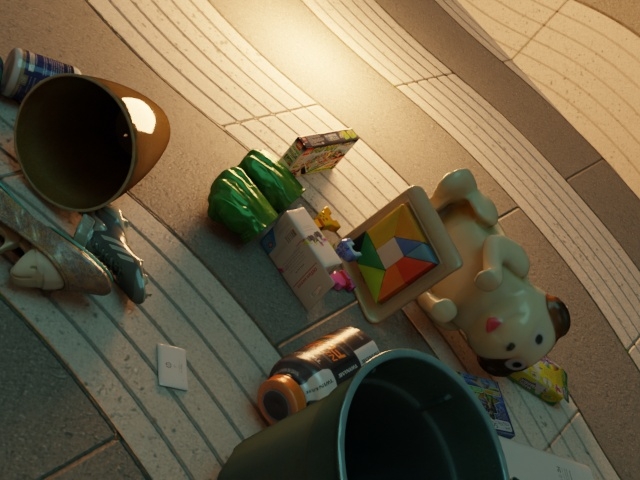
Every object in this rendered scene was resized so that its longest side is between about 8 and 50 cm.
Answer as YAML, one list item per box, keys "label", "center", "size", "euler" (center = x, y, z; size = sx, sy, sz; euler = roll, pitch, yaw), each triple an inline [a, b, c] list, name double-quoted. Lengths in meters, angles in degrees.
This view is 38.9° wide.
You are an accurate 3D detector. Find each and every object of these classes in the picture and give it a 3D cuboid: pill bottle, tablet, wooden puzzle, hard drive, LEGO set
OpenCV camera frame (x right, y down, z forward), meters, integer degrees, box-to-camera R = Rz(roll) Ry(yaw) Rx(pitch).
- label: "pill bottle"
  center: [-0.004, 0.249, 1.616]
  size: [0.130, 0.130, 0.245]
  euler: [52, 36, 13]
- label: "pill bottle"
  center: [-0.513, -0.297, 1.729]
  size: [0.169, 0.094, 0.094]
  euler: [15, 43, -33]
- label: "tablet"
  center: [-0.249, 0.213, 1.526]
  size: [0.054, 0.006, 0.083]
  euler: [18, 41, -30]
- label: "wooden puzzle"
  center: [0.156, 0.026, 1.919]
  size: [0.044, 0.238, 0.221]
  euler: [28, 32, -55]
- label: "hard drive"
  center: [0.436, 0.522, 1.825]
  size: [0.353, 0.047, 0.233]
  euler: [23, 40, -27]
- label: "LEGO set"
  center: [0.000, 0.000, 1.919]
  size: [0.093, 0.087, 0.227]
  euler: [-11, 60, -49]

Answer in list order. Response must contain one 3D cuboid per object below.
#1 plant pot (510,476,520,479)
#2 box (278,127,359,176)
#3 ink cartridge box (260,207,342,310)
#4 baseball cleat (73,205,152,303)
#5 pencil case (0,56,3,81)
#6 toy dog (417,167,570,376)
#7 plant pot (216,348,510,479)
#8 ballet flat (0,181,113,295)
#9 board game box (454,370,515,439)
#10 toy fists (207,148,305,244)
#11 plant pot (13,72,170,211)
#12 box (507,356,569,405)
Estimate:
- label: "plant pot"
  center: [0.295, 0.548, 1.500]
  size: [0.165, 0.234, 0.166]
  euler: [37, 35, -8]
- label: "box"
  center: [-0.009, -0.201, 2.097]
  size: [0.207, 0.114, 0.036]
  euler: [-18, 66, -50]
- label: "ink cartridge box"
  center: [-0.030, 0.038, 1.834]
  size: [0.061, 0.104, 0.181]
  euler: [-14, 64, -49]
- label: "baseball cleat"
  center: [-0.368, 0.029, 1.567]
  size: [0.109, 0.072, 0.206]
  euler: [-6, 51, -30]
- label: "pencil case"
  center: [-0.616, -0.281, 1.640]
  size: [0.070, 0.064, 0.152]
  euler: [35, 32, -39]
- label: "toy dog"
  center: [0.355, 0.109, 2.023]
  size: [0.408, 0.284, 0.395]
  euler: [57, 12, 23]
- label: "plant pot"
  center: [0.040, 0.366, 1.315]
  size: [0.341, 0.334, 0.341]
  euler: [22, 55, -35]
- label: "ballet flat"
  center: [-0.482, 0.009, 1.455]
  size: [0.316, 0.107, 0.106]
  euler: [38, 55, 2]
- label: "board game box"
  center: [0.308, 0.343, 1.900]
  size: [0.201, 0.035, 0.136]
  euler: [18, 42, -30]
- label: "toy fists"
  center: [-0.142, -0.099, 1.882]
  size: [0.142, 0.096, 0.279]
  euler: [51, 33, -5]
- label: "plant pot"
  center: [-0.385, -0.193, 1.659]
  size: [0.237, 0.237, 0.254]
  euler: [45, 21, 3]
- label: "box"
  center: [0.504, 0.310, 2.118]
  size: [0.179, 0.043, 0.105]
  euler: [31, 36, -11]
